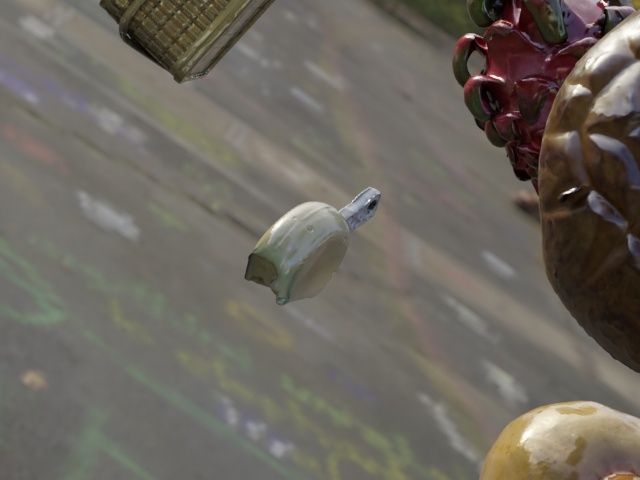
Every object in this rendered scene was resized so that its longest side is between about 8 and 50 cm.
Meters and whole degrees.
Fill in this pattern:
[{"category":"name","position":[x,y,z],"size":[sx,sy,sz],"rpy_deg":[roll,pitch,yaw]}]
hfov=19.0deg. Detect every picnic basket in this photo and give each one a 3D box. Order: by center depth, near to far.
[{"category":"picnic basket","position":[-0.086,-0.181,1.378],"size":[0.079,0.115,0.164],"rpy_deg":[41,7,-1]}]

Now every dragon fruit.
[{"category":"dragon fruit","position":[0.228,-0.182,1.933],"size":[0.273,0.218,0.198],"rpy_deg":[46,54,-4]}]

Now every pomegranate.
[{"category":"pomegranate","position":[0.227,0.245,1.676],"size":[0.207,0.207,0.207],"rpy_deg":[34,11,-7]}]

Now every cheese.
[{"category":"cheese","position":[-0.003,0.006,1.665],"size":[0.047,0.092,0.171],"rpy_deg":[35,25,18]}]

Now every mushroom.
[{"category":"mushroom","position":[0.246,-0.033,1.122],"size":[0.253,0.253,0.153],"rpy_deg":[40,6,25]}]
